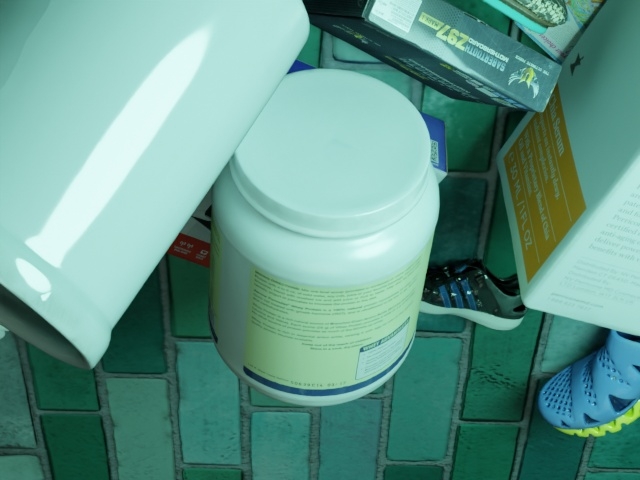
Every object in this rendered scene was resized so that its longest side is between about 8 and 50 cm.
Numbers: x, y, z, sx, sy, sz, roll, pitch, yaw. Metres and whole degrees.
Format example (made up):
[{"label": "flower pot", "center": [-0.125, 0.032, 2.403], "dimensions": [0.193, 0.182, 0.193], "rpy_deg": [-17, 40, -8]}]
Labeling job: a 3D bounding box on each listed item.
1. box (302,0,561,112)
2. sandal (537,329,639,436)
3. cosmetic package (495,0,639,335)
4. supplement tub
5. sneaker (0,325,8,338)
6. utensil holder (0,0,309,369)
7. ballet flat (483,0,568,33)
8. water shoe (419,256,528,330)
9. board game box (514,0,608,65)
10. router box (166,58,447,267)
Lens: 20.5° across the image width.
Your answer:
[{"label": "box", "center": [0.103, -0.206, 1.809], "dimensions": [0.233, 0.059, 0.183], "rpy_deg": [25, 178, -28]}, {"label": "sandal", "center": [0.411, 0.146, 2.295], "dimensions": [0.317, 0.126, 0.138], "rpy_deg": [-31, 129, 23]}, {"label": "cosmetic package", "center": [0.362, -0.136, 1.792], "dimensions": [0.161, 0.230, 0.453], "rpy_deg": [15, 133, -20]}, {"label": "supplement tub", "center": [0.000, 0.000, 1.879], "dimensions": [0.235, 0.235, 0.325], "rpy_deg": [3, 142, -3]}, {"label": "sneaker", "center": [-0.386, 0.084, 2.195], "dimensions": [0.282, 0.161, 0.102], "rpy_deg": [-20, 136, 23]}, {"label": "utensil holder", "center": [-0.238, -0.127, 1.657], "dimensions": [0.328, 0.385, 0.327], "rpy_deg": [32, 165, 9]}, {"label": "ballet flat", "center": [0.061, -0.352, 1.642], "dimensions": [0.483, 0.164, 0.182], "rpy_deg": [21, 111, -20]}, {"label": "water shoe", "center": [0.172, 0.050, 2.225], "dimensions": [0.203, 0.073, 0.080], "rpy_deg": [14, 119, -23]}, {"label": "board game box", "center": [0.293, -0.222, 1.889], "dimensions": [0.103, 0.026, 0.154], "rpy_deg": [-28, 134, 31]}, {"label": "router box", "center": [-0.075, -0.081, 2.034], "dimensions": [0.335, 0.082, 0.301], "rpy_deg": [20, 138, -23]}]
